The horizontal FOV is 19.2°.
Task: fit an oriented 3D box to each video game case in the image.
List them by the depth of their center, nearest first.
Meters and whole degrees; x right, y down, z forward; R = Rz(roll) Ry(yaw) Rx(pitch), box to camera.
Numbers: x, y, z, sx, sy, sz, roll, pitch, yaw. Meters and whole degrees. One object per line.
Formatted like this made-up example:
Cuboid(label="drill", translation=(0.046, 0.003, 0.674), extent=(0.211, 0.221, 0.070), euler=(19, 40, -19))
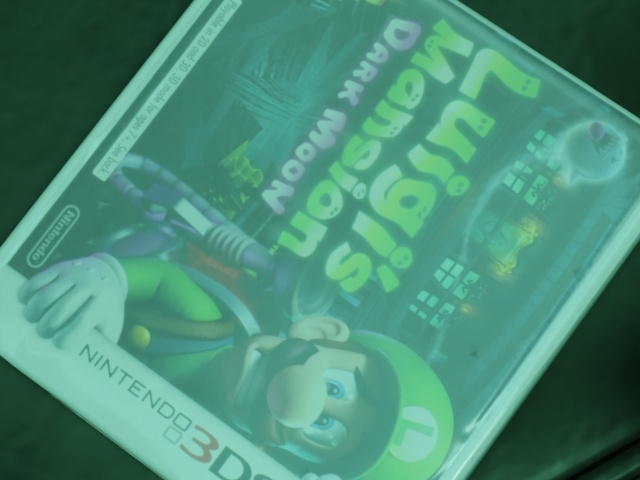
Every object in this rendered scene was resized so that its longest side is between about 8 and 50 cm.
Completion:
Cuboid(label="video game case", translation=(0.000, 0.000, 0.636), extent=(0.173, 0.022, 0.190), euler=(35, 81, 13))
